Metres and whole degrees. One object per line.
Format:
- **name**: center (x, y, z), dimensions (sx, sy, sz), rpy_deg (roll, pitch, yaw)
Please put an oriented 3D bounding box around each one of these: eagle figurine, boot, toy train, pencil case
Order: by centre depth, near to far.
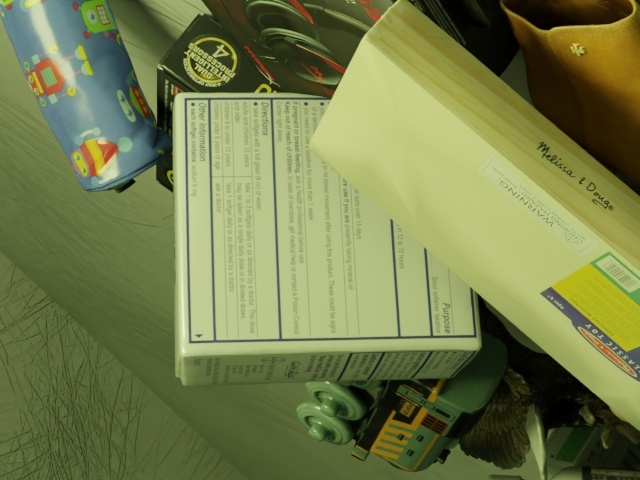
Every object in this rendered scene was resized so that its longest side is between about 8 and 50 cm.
- **boot**: center (0.276, -0.101, 1.072), dimensions (0.295, 0.104, 0.211), rpy_deg (24, 159, 41)
- **pencil case**: center (-0.270, -0.202, 1.571), dimensions (0.119, 0.133, 0.306), rpy_deg (-19, 99, 40)
- **toy train**: center (0.090, 0.170, 1.579), dimensions (0.190, 0.142, 0.334), rpy_deg (30, 151, 6)
- **eagle figurine**: center (0.239, 0.163, 1.653), dimensions (0.298, 0.226, 0.225), rpy_deg (13, 172, 38)

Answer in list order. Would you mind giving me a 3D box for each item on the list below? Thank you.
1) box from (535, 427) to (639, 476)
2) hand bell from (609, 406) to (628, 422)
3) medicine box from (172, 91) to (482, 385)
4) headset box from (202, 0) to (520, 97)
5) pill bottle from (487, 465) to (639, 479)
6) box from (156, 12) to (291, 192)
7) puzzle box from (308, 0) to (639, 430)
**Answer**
- **box**: center (0.370, 0.291, 1.865), dimensions (0.102, 0.101, 0.087), rpy_deg (44, 159, -20)
- **hand bell**: center (0.422, 0.128, 1.420), dimensions (0.242, 0.126, 0.126), rpy_deg (-6, 137, 46)
- **medicine box**: center (0.000, 0.000, 1.363), dimensions (0.289, 0.263, 0.149), rpy_deg (-1, 163, -6)
- **headset box**: center (0.024, -0.225, 1.183), dimensions (0.293, 0.110, 0.218), rpy_deg (15, 153, 46)
- **pill bottle**: center (0.387, 0.391, 1.721), dimensions (0.363, 0.210, 0.210), rpy_deg (3, 153, 11)
- **box**: center (-0.052, -0.078, 1.686), dimensions (0.318, 0.097, 0.395), rpy_deg (34, 162, 3)
- **puzzle box**: center (0.177, -0.004, 1.141), dimensions (0.409, 0.052, 0.272), rpy_deg (41, 163, 1)
